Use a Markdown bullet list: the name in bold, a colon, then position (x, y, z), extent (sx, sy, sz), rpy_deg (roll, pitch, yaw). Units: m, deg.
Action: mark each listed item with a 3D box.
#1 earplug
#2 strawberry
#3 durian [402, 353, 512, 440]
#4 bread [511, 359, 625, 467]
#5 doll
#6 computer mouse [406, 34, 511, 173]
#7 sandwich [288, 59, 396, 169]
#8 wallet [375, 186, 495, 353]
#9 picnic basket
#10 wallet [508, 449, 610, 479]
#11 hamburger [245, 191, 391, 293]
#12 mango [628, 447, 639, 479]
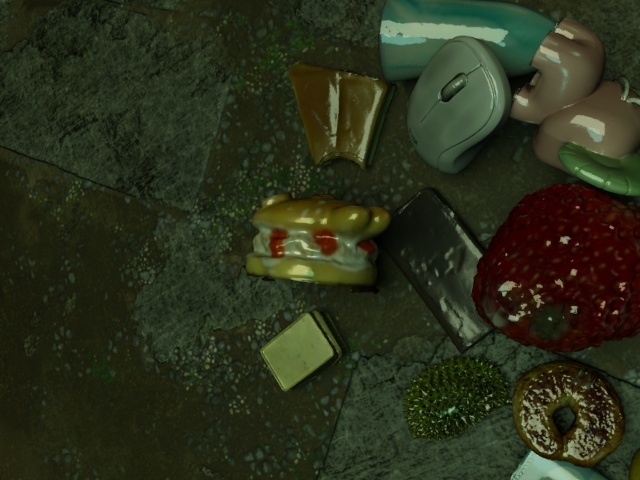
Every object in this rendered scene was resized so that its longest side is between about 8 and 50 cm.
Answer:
- **earplug**: position (0.289, -0.382, 1.267), extent (0.324, 0.185, 0.184), rpy_deg (9, 90, 22)
- **strawberry**: position (0.404, 0.041, 1.099), extent (0.292, 0.310, 0.291), rpy_deg (-4, 83, 31)
- **durian**: position (0.249, 0.297, 1.269), extent (0.221, 0.095, 0.137), rpy_deg (-25, 91, 12)
- **bread**: position (0.429, 0.298, 1.178), extent (0.194, 0.064, 0.193), rpy_deg (-5, 68, 13)
- **doll**: position (0.459, -0.205, 1.113), extent (0.269, 0.284, 0.216), rpy_deg (32, 144, 16)
- **computer mouse**: position (0.228, -0.231, 1.219), extent (0.121, 0.297, 0.184), rpy_deg (-18, 77, -11)
- **sandwich**: position (0.016, -0.263, 1.450), extent (0.245, 0.063, 0.211), rpy_deg (20, 97, 28)
- **wallet**: position (0.245, 0.051, 1.322), extent (0.165, 0.042, 0.309), rpy_deg (-43, 68, 20)
- **picnic basket**: position (-0.033, 0.232, 1.429), extent (0.164, 0.079, 0.115), rpy_deg (-38, 72, 20)
- **wallet**: position (0.447, 0.478, 1.174), extent (0.250, 0.075, 0.176), rpy_deg (35, 98, 26)
- **hamburger**: position (0.000, 0.000, 1.315), extent (0.303, 0.261, 0.186), rpy_deg (9, 91, 65)
- **mango**: position (0.613, 0.411, 1.061), extent (0.251, 0.114, 0.156), rpy_deg (30, 132, 14)
